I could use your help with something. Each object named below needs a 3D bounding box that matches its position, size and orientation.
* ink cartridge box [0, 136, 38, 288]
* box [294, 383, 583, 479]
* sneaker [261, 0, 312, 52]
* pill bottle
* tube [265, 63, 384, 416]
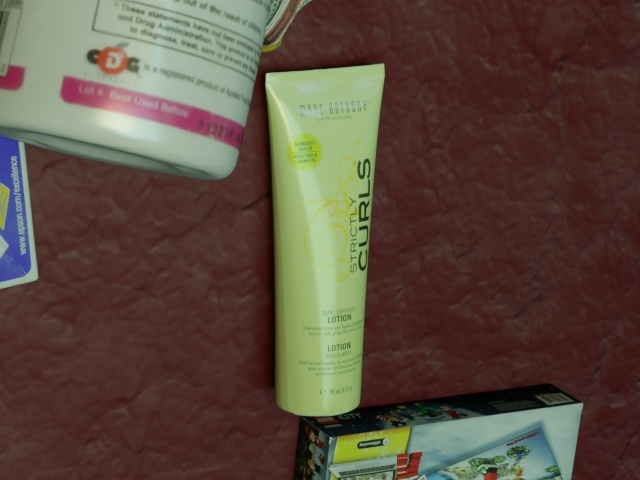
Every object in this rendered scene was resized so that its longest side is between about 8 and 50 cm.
[{"bbox_3d":[-0.275,-0.053,1.090,0.208,0.045,0.206,-15,116,-29],"label":"ink cartridge box"},{"bbox_3d":[0.086,0.200,1.418,0.233,0.044,0.159,-4,110,-31],"label":"box"},{"bbox_3d":[0.002,-0.216,1.191,0.225,0.088,0.093,-46,139,-4],"label":"sneaker"},{"bbox_3d":[-0.097,-0.187,1.058,0.160,0.160,0.283,14,87,-35],"label":"pill bottle"},{"bbox_3d":[0.000,0.000,1.280,0.070,0.062,0.240,-35,130,-67],"label":"tube"}]
